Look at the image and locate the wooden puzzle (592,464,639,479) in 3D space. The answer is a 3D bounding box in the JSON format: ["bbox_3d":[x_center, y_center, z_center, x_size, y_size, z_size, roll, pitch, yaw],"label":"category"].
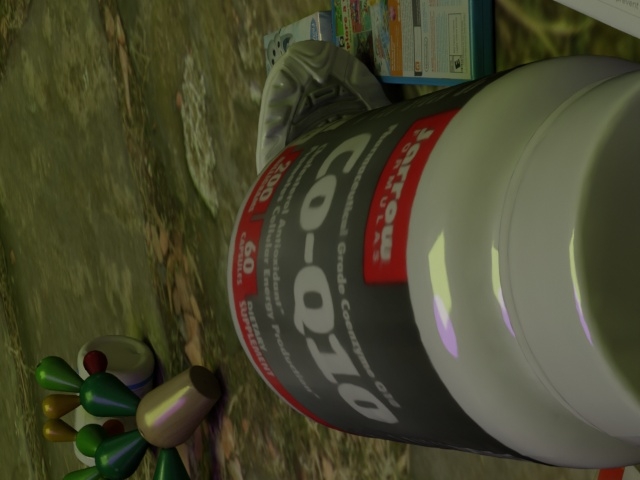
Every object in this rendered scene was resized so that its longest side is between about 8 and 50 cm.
[{"bbox_3d":[0.148,0.109,0.680,0.116,0.014,0.078,-132,43,-53],"label":"wooden puzzle"}]

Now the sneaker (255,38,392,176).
[{"bbox_3d":[0.000,0.000,0.886,0.115,0.090,0.232,172,89,-71],"label":"sneaker"}]

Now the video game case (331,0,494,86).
[{"bbox_3d":[0.047,-0.148,0.837,0.166,0.015,0.119,-164,69,-64],"label":"video game case"}]

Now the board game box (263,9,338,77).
[{"bbox_3d":[-0.007,-0.095,0.961,0.090,0.020,0.090,174,90,-66],"label":"board game box"}]

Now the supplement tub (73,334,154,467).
[{"bbox_3d":[-0.188,0.147,1.355,0.071,0.071,0.107,-129,40,-50],"label":"supplement tub"}]

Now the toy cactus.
[{"bbox_3d":[-0.143,0.169,1.231,0.180,0.112,0.219,-42,66,27],"label":"toy cactus"}]

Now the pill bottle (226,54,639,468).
[{"bbox_3d":[0.082,0.010,0.623,0.283,0.161,0.161,172,92,-66],"label":"pill bottle"}]

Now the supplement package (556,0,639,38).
[{"bbox_3d":[0.150,-0.188,0.449,0.134,0.139,0.244,41,131,55],"label":"supplement package"}]
